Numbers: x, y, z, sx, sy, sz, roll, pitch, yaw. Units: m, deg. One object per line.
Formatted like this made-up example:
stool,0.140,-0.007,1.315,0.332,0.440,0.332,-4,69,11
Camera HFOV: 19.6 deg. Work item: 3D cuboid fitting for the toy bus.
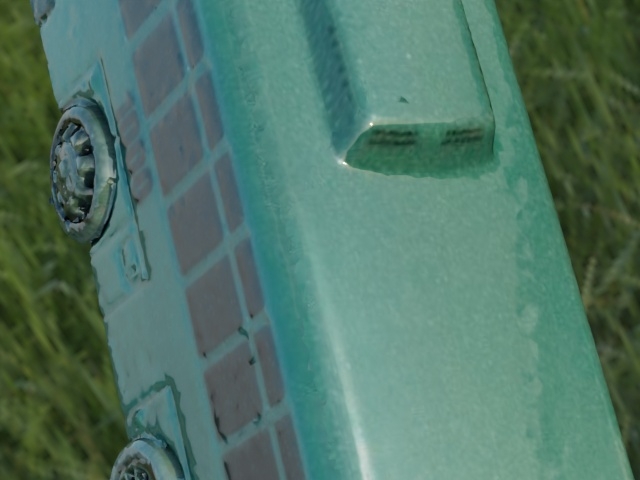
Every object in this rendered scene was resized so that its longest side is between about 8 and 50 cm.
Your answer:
toy bus,0.000,0.000,0.600,0.128,0.256,0.147,-2,-20,-33
